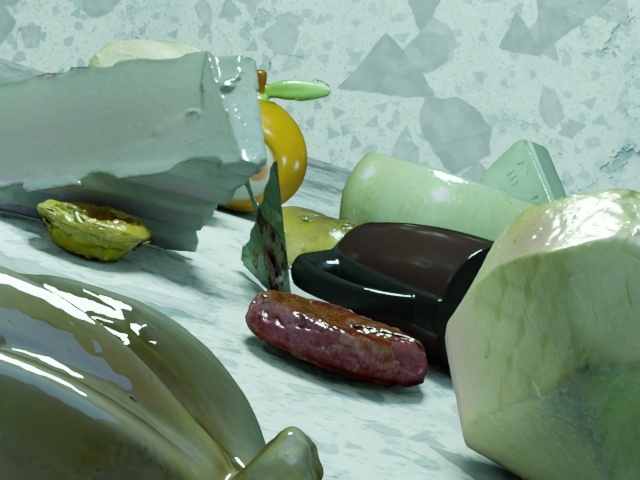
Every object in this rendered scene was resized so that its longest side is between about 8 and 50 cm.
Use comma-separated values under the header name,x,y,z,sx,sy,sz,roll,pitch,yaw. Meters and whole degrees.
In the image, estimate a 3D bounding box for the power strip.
name,x,y,z,sx,sy,sz,roll,pitch,yaw
power strip,0.318,-0.011,2.215,0.059,0.193,0.265,15,44,-35

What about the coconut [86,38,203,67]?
name,x,y,z,sx,sy,sz,roll,pitch,yaw
coconut,-0.239,-0.166,1.951,0.245,0.244,0.247,9,10,-45

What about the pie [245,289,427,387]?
name,x,y,z,sx,sy,sz,roll,pitch,yaw
pie,0.017,0.095,1.308,0.182,0.049,0.182,20,3,-1

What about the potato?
name,x,y,z,sx,sy,sz,roll,pitch,yaw
potato,0.000,0.000,1.842,0.164,0.081,0.200,7,10,-46

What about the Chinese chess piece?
name,x,y,z,sx,sy,sz,roll,pitch,yaw
Chinese chess piece,0.196,-0.011,1.982,0.349,0.146,0.349,19,1,0

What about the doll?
name,x,y,z,sx,sy,sz,roll,pitch,yaw
doll,-0.114,-0.164,2.161,0.213,0.236,0.213,19,6,-2

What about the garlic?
name,x,y,z,sx,sy,sz,roll,pitch,yaw
garlic,-0.145,0.092,0.719,0.325,0.132,0.279,24,1,11

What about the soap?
name,x,y,z,sx,sy,sz,roll,pitch,yaw
soap,-0.236,-0.121,1.529,0.302,0.158,0.258,11,-25,-25

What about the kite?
name,x,y,z,sx,sy,sz,roll,pitch,yaw
kite,-0.073,-0.032,1.566,0.012,0.250,0.229,-9,-24,-20

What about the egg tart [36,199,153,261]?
name,x,y,z,sx,sy,sz,roll,pitch,yaw
egg tart,-0.243,-0.010,1.481,0.130,0.052,0.130,16,8,-2

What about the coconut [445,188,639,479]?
name,x,y,z,sx,sy,sz,roll,pitch,yaw
coconut,0.229,0.100,1.088,0.259,0.259,0.259,17,8,-2

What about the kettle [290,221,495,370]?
name,x,y,z,sx,sy,sz,roll,pitch,yaw
kettle,0.091,0.056,1.488,0.202,0.144,0.232,-8,15,-34
